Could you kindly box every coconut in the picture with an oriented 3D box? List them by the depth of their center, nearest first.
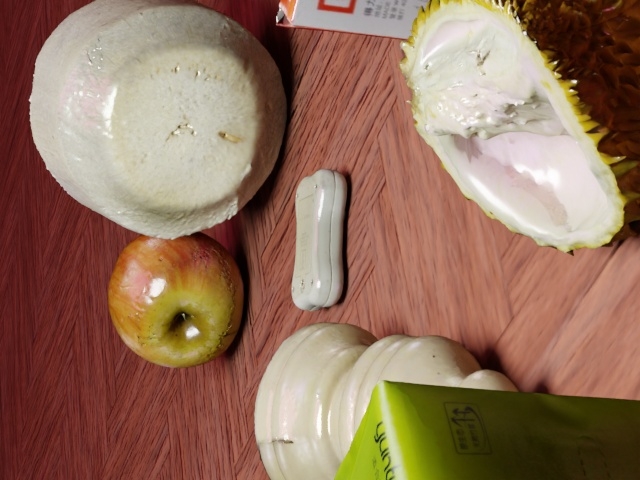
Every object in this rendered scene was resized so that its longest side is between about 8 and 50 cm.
[{"bbox_3d":[-0.165,-0.128,1.889,0.266,0.237,0.237,-144,62,-63],"label":"coconut"}]

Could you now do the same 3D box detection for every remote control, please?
[{"bbox_3d":[0.000,0.000,1.678,0.074,0.032,0.122,159,114,-69],"label":"remote control"}]

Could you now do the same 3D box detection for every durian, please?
[{"bbox_3d":[0.144,-0.097,1.155,0.138,0.183,0.250,-54,6,-23],"label":"durian"}]

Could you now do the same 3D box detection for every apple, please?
[{"bbox_3d":[-0.147,0.054,1.931,0.146,0.146,0.146,-174,90,-71],"label":"apple"}]

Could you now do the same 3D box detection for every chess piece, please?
[{"bbox_3d":[0.060,0.124,1.374,0.139,0.124,0.307,-51,14,-20],"label":"chess piece"}]

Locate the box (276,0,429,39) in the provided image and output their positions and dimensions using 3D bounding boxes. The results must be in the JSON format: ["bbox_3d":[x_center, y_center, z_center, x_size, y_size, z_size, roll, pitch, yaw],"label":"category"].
[{"bbox_3d":[0.048,-0.264,1.484,0.050,0.123,0.229,-124,43,-58],"label":"box"}]

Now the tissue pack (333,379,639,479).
[{"bbox_3d":[0.122,0.230,1.004,0.167,0.200,0.274,113,155,-43],"label":"tissue pack"}]
